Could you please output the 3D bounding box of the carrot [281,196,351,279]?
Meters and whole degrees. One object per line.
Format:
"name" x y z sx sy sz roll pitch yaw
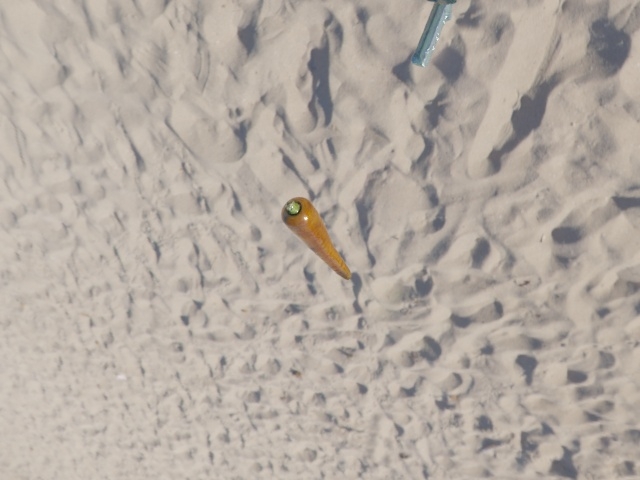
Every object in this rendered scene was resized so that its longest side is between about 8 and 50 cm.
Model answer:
"carrot" 0.000 0.000 0.912 0.061 0.061 0.257 -5 145 29

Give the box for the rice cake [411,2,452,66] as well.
"rice cake" 0.242 -0.448 0.999 0.042 0.030 0.180 26 98 26

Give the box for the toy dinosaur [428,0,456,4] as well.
"toy dinosaur" 0.099 -0.429 0.546 0.393 0.092 0.205 27 162 -34
